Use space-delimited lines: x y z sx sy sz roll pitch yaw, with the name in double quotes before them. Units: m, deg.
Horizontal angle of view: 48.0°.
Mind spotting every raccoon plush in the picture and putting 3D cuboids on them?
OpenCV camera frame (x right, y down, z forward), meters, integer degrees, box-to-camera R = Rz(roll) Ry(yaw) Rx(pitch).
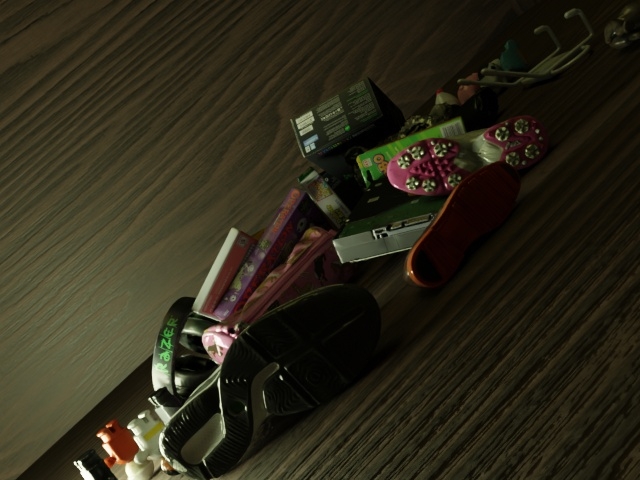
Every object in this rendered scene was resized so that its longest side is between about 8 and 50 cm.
"raccoon plush" 0.237 -0.230 1.940 0.299 0.216 0.446 -33 8 7

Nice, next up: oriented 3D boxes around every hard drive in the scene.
"hard drive" 0.183 -0.071 1.500 0.236 0.064 0.339 -15 18 25

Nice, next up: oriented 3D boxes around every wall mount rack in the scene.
"wall mount rack" 0.548 -0.476 1.916 0.304 0.130 0.350 -37 7 -2

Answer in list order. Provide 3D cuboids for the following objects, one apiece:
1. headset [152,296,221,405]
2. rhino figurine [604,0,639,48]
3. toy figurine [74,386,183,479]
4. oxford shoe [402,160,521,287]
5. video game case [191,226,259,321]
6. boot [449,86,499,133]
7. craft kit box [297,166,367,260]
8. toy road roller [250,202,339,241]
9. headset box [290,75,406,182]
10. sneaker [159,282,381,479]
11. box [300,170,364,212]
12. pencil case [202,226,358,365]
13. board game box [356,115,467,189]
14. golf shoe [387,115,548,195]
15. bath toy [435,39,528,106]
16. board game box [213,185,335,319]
"headset" -0.315 0.268 1.704 0.394 0.185 0.244 55 -136 -69
"rhino figurine" 0.702 -0.495 1.532 0.243 0.073 0.106 -42 10 -11
"toy figurine" -0.348 0.415 1.417 0.209 0.148 0.213 -35 6 4
"oxford shoe" 0.228 -0.030 1.202 0.271 0.097 0.098 -44 2 -16
"video game case" -0.169 0.104 1.681 0.204 0.025 0.285 -64 -30 -5
"boot" 0.429 -0.367 2.071 0.207 0.094 0.246 -40 14 41
"craft kit box" 0.042 -0.074 1.796 0.061 0.247 0.250 -43 7 3
"toy road roller" -0.077 0.033 1.972 0.329 0.202 0.240 -28 11 43
"headset box" 0.099 -0.295 2.001 0.246 0.131 0.283 -26 -21 19
"sneaker" -0.076 0.186 1.204 0.447 0.169 0.257 -41 9 20
"box" 0.054 -0.144 2.373 0.103 0.184 0.261 -41 7 -16
"pencil case" -0.080 0.133 1.578 0.386 0.160 0.167 -45 19 -31
"board game box" 0.224 -0.186 1.678 0.259 0.124 0.039 -20 11 10
"golf shoe" 0.284 -0.157 1.400 0.306 0.115 0.140 -11 3 13
"bath toy" 0.514 -0.513 2.374 0.151 0.129 0.348 -1 -24 -44
"board game box" -0.100 0.068 1.694 0.056 0.208 0.347 22 75 35
